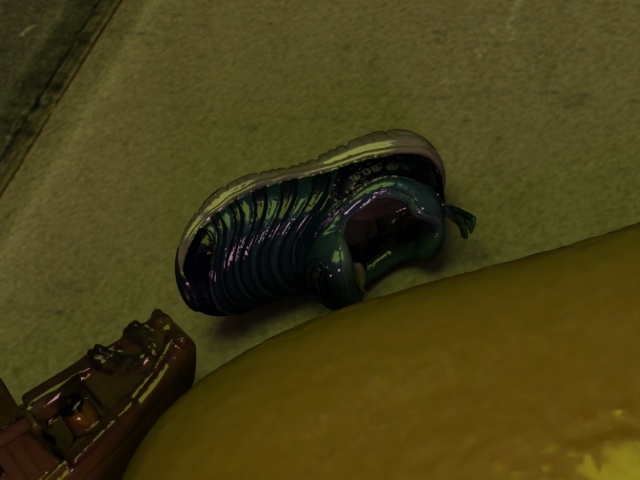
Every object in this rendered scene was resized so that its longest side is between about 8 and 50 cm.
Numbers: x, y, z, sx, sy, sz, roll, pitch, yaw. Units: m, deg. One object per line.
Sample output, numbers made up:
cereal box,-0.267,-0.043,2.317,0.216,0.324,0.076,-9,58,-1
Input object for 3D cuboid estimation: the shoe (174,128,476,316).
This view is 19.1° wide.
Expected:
shoe,0.000,0.000,1.311,0.207,0.091,0.106,-22,39,-1

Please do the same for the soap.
soap,0.074,0.146,1.128,0.427,0.115,0.306,-18,48,9

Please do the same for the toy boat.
toy boat,-0.221,0.152,1.250,0.321,0.121,0.089,-35,39,-10
